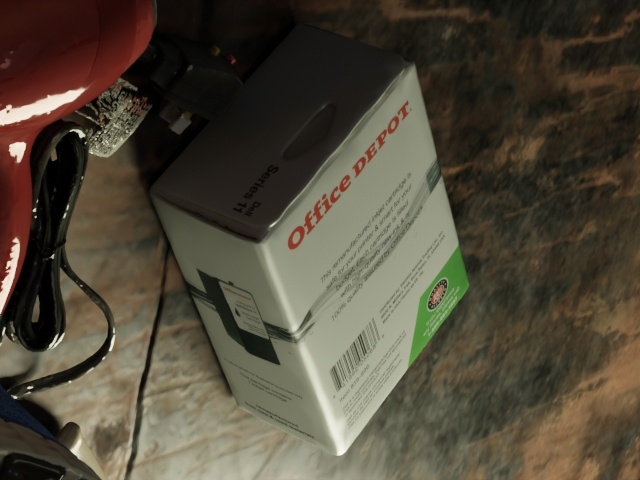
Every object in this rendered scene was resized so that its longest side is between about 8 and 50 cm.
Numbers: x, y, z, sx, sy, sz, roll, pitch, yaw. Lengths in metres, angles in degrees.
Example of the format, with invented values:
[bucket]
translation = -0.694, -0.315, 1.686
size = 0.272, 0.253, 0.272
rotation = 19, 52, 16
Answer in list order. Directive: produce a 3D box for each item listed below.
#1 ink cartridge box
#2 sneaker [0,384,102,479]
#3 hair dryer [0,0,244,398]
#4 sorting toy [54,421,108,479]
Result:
[ink cartridge box]
translation = 0.000, 0.000, 1.134
size = 0.153, 0.087, 0.208
rotation = -50, 145, -26
[sneaker]
translation = -0.231, 0.063, 0.799
size = 0.130, 0.147, 0.330
rotation = -50, 129, -1
[hair dryer]
translation = -0.140, -0.033, 0.907
size = 0.293, 0.080, 0.224
rotation = 32, 82, -58
[sorting toy]
translation = -0.161, 0.229, 1.079
size = 0.193, 0.038, 0.208
rotation = -50, 145, -27
